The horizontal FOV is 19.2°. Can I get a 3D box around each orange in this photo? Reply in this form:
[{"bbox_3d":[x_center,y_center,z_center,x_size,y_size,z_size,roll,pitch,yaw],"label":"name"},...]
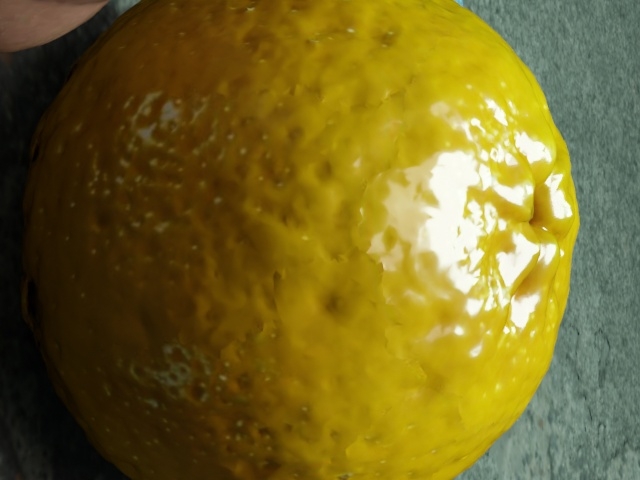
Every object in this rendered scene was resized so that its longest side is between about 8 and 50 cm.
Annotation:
[{"bbox_3d":[0.000,0.000,1.109,0.340,0.293,0.340,9,79,-57],"label":"orange"}]

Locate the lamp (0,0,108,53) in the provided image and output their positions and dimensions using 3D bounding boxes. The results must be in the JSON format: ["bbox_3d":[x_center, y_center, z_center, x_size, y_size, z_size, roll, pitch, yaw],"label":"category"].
[{"bbox_3d":[-0.180,-0.233,0.852,0.239,0.305,0.305,-28,108,-58],"label":"lamp"}]

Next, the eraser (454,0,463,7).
[{"bbox_3d":[0.015,-0.226,1.415,0.312,0.042,0.144,-17,98,-58],"label":"eraser"}]
